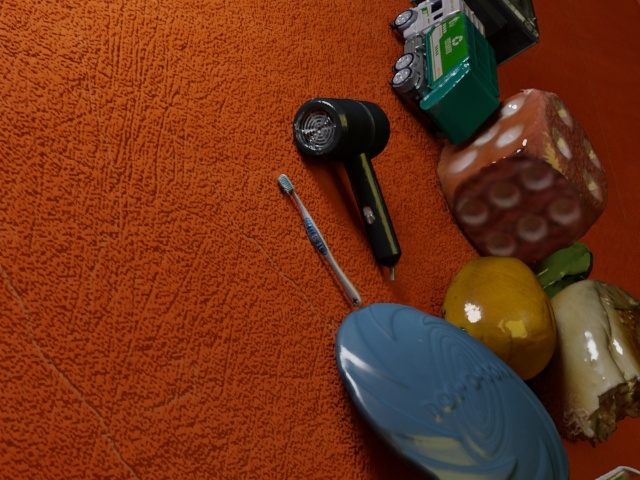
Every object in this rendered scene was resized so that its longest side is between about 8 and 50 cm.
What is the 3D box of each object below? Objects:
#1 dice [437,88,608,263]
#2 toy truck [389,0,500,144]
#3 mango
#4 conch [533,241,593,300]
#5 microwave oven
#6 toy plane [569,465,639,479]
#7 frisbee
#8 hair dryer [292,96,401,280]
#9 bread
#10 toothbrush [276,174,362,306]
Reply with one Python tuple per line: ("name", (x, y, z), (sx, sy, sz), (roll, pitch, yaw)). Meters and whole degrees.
("dice", (0.274, -0.081, 1.895), (0.174, 0.175, 0.179), (50, 27, -23))
("toy truck", (0.172, -0.238, 1.943), (0.114, 0.124, 0.253), (46, 31, -33))
("mango", (0.217, 0.091, 1.695), (0.147, 0.109, 0.227), (34, 28, 2))
("conch", (0.335, 0.065, 1.983), (0.105, 0.079, 0.170), (53, 41, -2))
("microwave oven", (0.241, -0.390, 2.213), (0.205, 0.129, 0.163), (38, 33, -38))
("toy plane", (0.243, 0.336, 1.480), (0.255, 0.101, 0.251), (31, 73, -23))
("frisbee", (0.146, 0.159, 1.445), (0.290, 0.049, 0.289), (28, 28, -16))
("hair dryer", (0.046, -0.057, 1.598), (0.124, 0.072, 0.219), (-11, 82, -62))
("bread", (0.347, 0.150, 1.793), (0.192, 0.171, 0.314), (63, 25, 10))
("toothbrush", (0.000, 0.000, 1.495), (0.162, 0.014, 0.017), (57, 30, 0))
